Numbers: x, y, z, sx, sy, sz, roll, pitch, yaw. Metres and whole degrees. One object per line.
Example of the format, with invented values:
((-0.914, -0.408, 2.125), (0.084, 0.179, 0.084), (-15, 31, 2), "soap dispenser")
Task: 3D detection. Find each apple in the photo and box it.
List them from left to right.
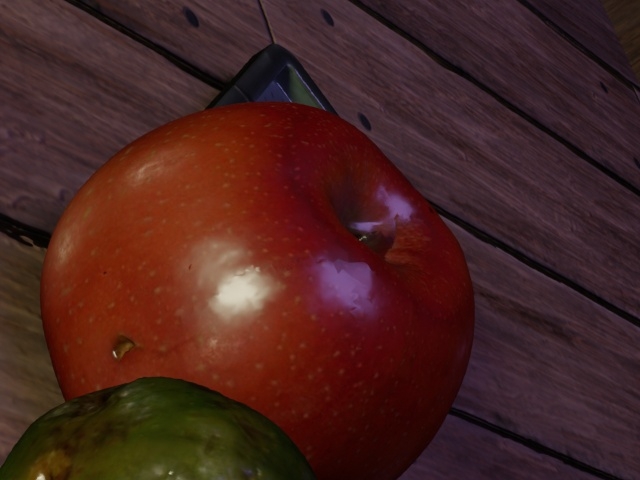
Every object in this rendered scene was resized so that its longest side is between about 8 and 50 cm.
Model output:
((-0.037, 0.044, 1.154), (0.260, 0.216, 0.260), (40, 30, -28), "apple")

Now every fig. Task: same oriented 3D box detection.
((-0.069, 0.185, 0.968), (0.195, 0.195, 0.245), (-97, 166, -46), "fig")

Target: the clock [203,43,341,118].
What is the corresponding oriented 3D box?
((-0.001, 0.000, 1.485), (0.273, 0.049, 0.279), (54, 23, -10), "clock")
